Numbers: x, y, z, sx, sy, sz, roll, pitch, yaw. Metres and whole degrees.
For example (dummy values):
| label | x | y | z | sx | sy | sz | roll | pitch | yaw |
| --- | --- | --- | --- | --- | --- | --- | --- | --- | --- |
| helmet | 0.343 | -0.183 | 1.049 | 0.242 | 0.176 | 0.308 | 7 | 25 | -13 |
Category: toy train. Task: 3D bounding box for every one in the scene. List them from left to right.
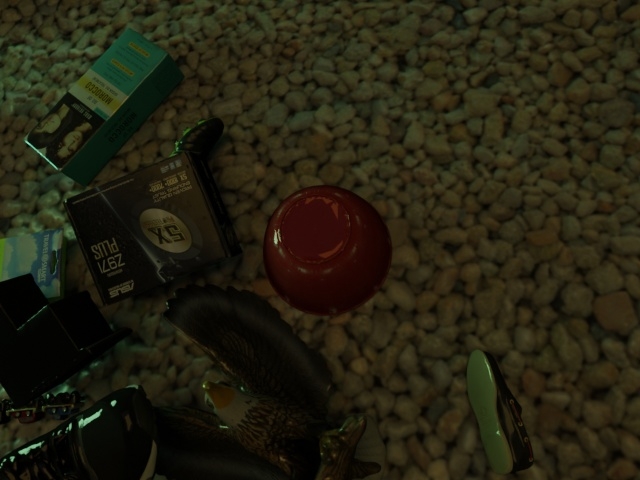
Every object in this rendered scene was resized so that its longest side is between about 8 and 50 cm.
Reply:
| label | x | y | z | sx | sy | sz | roll | pitch | yaw |
| --- | --- | --- | --- | --- | --- | --- | --- | --- | --- |
| toy train | -0.393 | 0.229 | 0.610 | 0.158 | 0.027 | 0.036 | -9 | 75 | 7 |

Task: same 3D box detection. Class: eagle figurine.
| label | x | y | z | sx | sy | sz | roll | pitch | yaw |
| --- | --- | --- | --- | --- | --- | --- | --- | --- | --- |
| eagle figurine | -0.081 | 0.195 | 0.511 | 0.298 | 0.226 | 0.226 | 15 | 30 | 43 |

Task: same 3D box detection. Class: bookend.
| label | x | y | z | sx | sy | sz | roll | pitch | yaw |
| --- | --- | --- | --- | --- | --- | --- | --- | --- | --- |
| bookend | -0.352 | 0.100 | 0.569 | 0.156 | 0.072 | 0.157 | -35 | 89 | 20 |

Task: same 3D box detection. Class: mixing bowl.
| label | x | y | z | sx | sy | sz | roll | pitch | yaw |
| --- | --- | --- | --- | --- | --- | --- | --- | --- | --- |
| mixing bowl | 0.000 | 0.000 | 0.578 | 0.181 | 0.098 | 0.182 | -3 | 73 | 9 |

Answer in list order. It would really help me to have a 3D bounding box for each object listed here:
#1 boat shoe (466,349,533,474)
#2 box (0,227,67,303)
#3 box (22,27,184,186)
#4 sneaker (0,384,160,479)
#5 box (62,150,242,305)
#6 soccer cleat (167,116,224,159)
| label | x | y | z | sx | sy | sz | roll | pitch | yaw |
| --- | --- | --- | --- | --- | --- | --- | --- | --- | --- |
| boat shoe | 0.203 | 0.192 | 0.517 | 0.041 | 0.049 | 0.133 | 1 | 64 | -20 |
| box | -0.450 | 0.050 | 0.665 | 0.178 | 0.042 | 0.109 | -10 | 73 | 6 |
| box | -0.340 | -0.213 | 0.718 | 0.100 | 0.060 | 0.244 | 35 | 81 | 17 |
| sneaker | -0.279 | 0.251 | 0.469 | 0.283 | 0.124 | 0.107 | -42 | 64 | 27 |
| box | -0.219 | -0.016 | 0.606 | 0.179 | 0.077 | 0.148 | -20 | 92 | 2 |
| soccer cleat | -0.200 | -0.105 | 0.668 | 0.179 | 0.060 | 0.072 | -44 | 81 | 1 |
